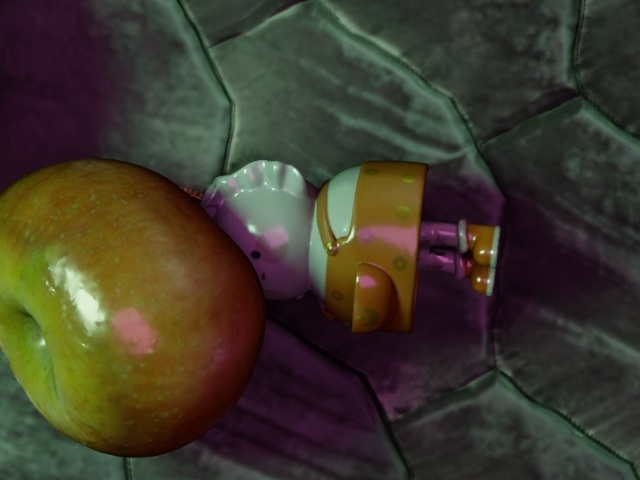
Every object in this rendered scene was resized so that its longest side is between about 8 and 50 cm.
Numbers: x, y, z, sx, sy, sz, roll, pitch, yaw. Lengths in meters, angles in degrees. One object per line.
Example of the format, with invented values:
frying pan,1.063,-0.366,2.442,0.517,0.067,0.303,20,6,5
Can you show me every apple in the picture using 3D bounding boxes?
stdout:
apple,-0.146,0.043,1.372,0.173,0.210,0.235,-29,83,-27

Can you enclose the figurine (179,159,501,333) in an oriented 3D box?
figurine,0.005,-0.006,1.440,0.271,0.143,0.143,17,88,17
